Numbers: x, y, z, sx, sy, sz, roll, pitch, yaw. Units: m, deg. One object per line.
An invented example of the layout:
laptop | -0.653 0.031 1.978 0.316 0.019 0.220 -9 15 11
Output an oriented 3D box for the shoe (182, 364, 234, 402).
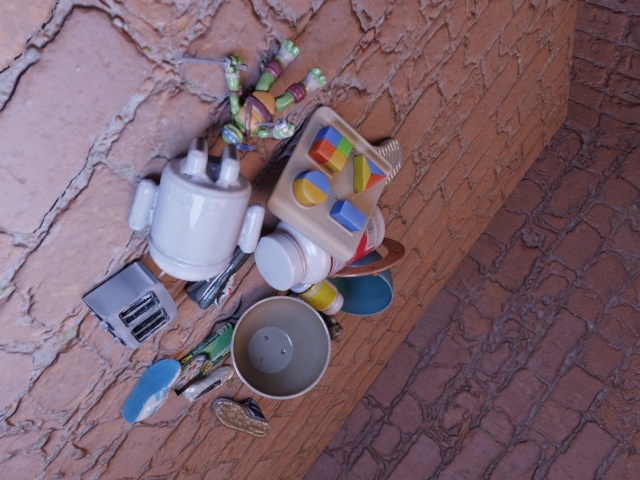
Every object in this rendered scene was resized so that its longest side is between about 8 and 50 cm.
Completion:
shoe | -0.383 0.503 1.703 0.219 0.058 0.076 -16 134 -47

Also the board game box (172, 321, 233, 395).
board game box | -0.389 0.393 1.613 0.260 0.030 0.136 -38 145 -26

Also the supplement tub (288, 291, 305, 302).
supplement tub | -0.105 0.244 1.822 0.107 0.071 0.071 -49 150 -6

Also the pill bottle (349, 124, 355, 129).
pill bottle | 0.092 -0.321 1.542 0.043 0.043 0.083 -32 144 -33

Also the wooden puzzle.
wooden puzzle | 0.050 -0.158 1.389 0.322 0.081 0.347 36 72 -29

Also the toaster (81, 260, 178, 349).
toaster | -0.453 0.156 1.190 0.186 0.110 0.168 -39 148 -25

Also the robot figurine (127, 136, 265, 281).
robot figurine | -0.282 -0.053 1.126 0.300 0.199 0.353 13 116 -15

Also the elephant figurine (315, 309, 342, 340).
elephant figurine | -0.036 0.394 2.029 0.239 0.186 0.169 -37 -169 -9

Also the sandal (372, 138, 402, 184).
sandal | 0.164 -0.245 1.650 0.416 0.102 0.169 -28 112 -54

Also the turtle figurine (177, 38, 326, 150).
turtle figurine | -0.115 -0.333 1.081 0.266 0.198 0.274 -48 154 -17

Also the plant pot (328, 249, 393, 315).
plant pot | 0.149 0.129 1.908 0.290 0.290 0.195 92 11 -45

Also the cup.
cup | -0.154 0.373 1.689 0.331 0.331 0.237 -41 179 -21

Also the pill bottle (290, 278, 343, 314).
pill bottle | -0.012 0.182 1.774 0.119 0.119 0.208 -51 127 -6

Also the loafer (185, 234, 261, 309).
loafer | -0.278 0.068 1.381 0.267 0.084 0.096 -53 174 -8

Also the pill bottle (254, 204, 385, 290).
pill bottle | 0.000 0.000 1.557 0.408 0.229 0.229 -26 140 -39

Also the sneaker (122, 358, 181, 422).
sneaker | -0.496 0.446 1.468 0.228 0.087 0.092 -49 158 5

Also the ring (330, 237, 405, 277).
ring | 0.131 0.059 1.716 0.337 0.337 0.032 -26 116 -40

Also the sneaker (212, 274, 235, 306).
sneaker | -0.276 0.127 1.448 0.161 0.075 0.057 -50 150 -6

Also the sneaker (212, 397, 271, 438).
sneaker | -0.331 0.682 1.949 0.282 0.153 0.099 41 88 -30
